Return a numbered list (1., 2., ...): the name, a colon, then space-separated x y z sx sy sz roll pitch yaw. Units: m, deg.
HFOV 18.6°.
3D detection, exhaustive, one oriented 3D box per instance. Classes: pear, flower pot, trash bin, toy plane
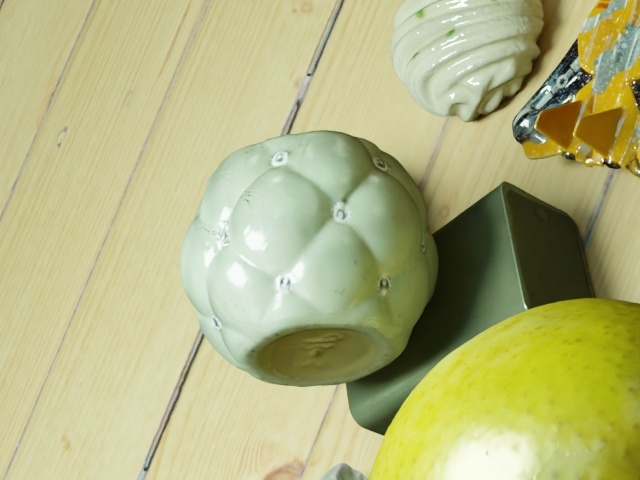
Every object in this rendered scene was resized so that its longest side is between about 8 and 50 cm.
1. pear: 0.217 0.227 1.575 0.418 0.362 0.362 -50 37 47
2. flower pot: -0.009 0.022 1.839 0.246 0.246 0.195 -27 56 34
3. trash bin: 0.139 0.078 1.916 0.240 0.122 0.164 -34 48 33
4. toy plane: 0.316 -0.214 1.907 0.204 0.103 0.316 16 75 47

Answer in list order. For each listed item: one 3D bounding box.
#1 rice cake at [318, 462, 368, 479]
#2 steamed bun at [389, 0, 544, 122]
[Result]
1. rice cake: 0.039 0.403 1.888 0.070 0.064 0.399 -41 44 39
2. steamed bun: 0.148 -0.216 2.071 0.183 0.106 0.183 -26 52 37
